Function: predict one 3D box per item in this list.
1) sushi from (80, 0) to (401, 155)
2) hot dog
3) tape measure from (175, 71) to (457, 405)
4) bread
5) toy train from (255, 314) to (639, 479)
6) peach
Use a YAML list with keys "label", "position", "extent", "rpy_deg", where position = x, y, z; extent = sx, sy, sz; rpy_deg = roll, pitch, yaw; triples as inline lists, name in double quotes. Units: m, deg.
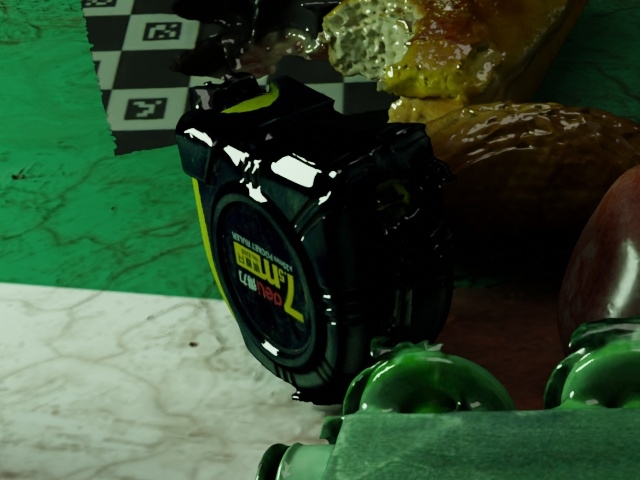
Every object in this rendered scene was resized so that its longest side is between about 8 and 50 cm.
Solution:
- label: "sushi"
  position: [-0.029, -0.156, 1.396]
  extent: [0.339, 0.069, 0.320]
  rpy_deg: [-11, 37, -10]
- label: "hot dog"
  position: [0.141, -0.032, 1.095]
  extent: [0.226, 0.099, 0.160]
  rpy_deg: [3, -11, 2]
- label: "tape measure"
  position: [0.000, 0.000, 1.017]
  extent: [0.112, 0.186, 0.199]
  rpy_deg: [-21, 29, -29]
- label: "bread"
  position: [0.117, -0.204, 1.301]
  extent: [0.185, 0.109, 0.380]
  rpy_deg: [12, 40, 19]
- label: "toy train"
  position: [0.096, 0.146, 0.739]
  extent: [0.243, 0.188, 0.132]
  rpy_deg: [-5, 34, 22]
- label: "peach"
  position: [0.213, 0.039, 0.952]
  extent: [0.152, 0.152, 0.152]
  rpy_deg: [-6, 32, 4]
